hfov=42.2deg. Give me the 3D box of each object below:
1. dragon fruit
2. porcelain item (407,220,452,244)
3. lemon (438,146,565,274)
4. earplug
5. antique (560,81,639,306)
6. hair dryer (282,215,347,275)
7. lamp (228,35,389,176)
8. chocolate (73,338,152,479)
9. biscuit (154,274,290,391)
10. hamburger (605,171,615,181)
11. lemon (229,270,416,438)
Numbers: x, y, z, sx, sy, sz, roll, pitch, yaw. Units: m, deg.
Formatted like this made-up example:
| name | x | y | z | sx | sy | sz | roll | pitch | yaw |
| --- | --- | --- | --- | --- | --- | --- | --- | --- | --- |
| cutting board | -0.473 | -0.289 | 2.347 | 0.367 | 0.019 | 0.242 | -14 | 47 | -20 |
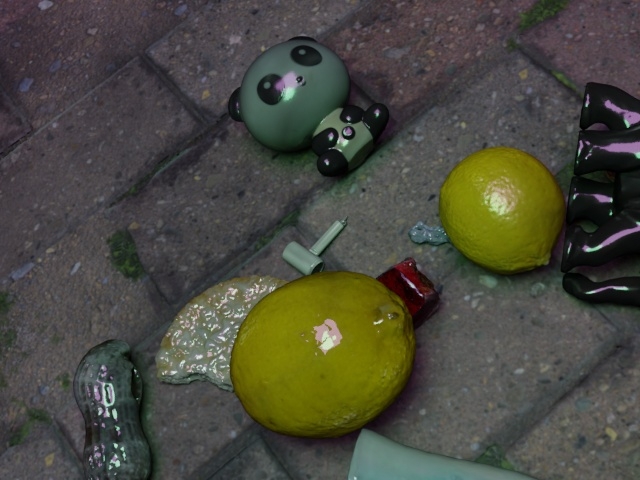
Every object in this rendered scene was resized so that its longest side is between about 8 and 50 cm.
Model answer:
| name | x | y | z | sx | sy | sz | roll | pitch | yaw |
| --- | --- | --- | --- | --- | --- | --- | --- | --- | --- |
| dragon fruit | 0.124 | 0.083 | 1.247 | 0.102 | 0.147 | 0.096 | 51 | 45 | 8 |
| porcelain item | 0.177 | -0.008 | 1.310 | 0.083 | 0.028 | 0.036 | 9 | 52 | 18 |
| lemon | 0.270 | -0.042 | 1.220 | 0.178 | 0.178 | 0.203 | -35 | 65 | -4 |
| earplug | 0.194 | 0.365 | 1.068 | 0.324 | 0.185 | 0.185 | 9 | 68 | 9 |
| antique | 0.476 | -0.058 | 1.159 | 0.255 | 0.185 | 0.322 | 10 | 98 | 12 |
| hair dryer | 0.000 | 0.000 | 1.345 | 0.063 | 0.038 | 0.124 | 34 | 72 | 24 |
| lamp | -0.020 | -0.219 | 1.372 | 0.244 | 0.197 | 0.198 | 42 | 81 | 17 |
| chocolate | -0.316 | 0.270 | 1.255 | 0.110 | 0.110 | 0.248 | -16 | 62 | 6 |
| biscuit | -0.139 | 0.153 | 1.303 | 0.265 | 0.040 | 0.188 | -27 | 63 | 2 |
| hamburger | 0.483 | -0.116 | 1.277 | 0.083 | 0.044 | 0.076 | 29 | 73 | 21 |
| lemon | 0.002 | 0.160 | 1.158 | 0.263 | 0.236 | 0.236 | 0 | 66 | 24 |
